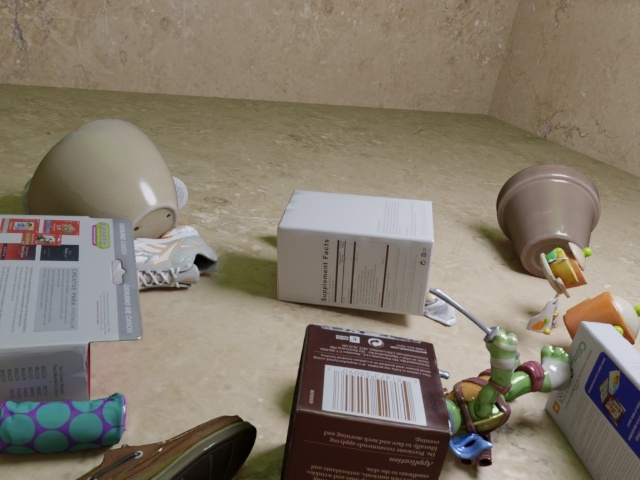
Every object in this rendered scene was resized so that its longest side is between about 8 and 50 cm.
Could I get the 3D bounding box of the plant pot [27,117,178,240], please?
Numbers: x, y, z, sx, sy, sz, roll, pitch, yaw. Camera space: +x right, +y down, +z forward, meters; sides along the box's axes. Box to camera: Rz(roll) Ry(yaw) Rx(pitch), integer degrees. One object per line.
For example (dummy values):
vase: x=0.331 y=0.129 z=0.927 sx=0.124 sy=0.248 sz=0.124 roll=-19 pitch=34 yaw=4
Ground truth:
plant pot: x=-0.399 y=-0.070 z=1.148 sx=0.191 sy=0.284 sz=0.284 roll=39 pitch=34 yaw=19

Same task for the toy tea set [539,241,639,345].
toy tea set: x=0.512 y=0.107 z=1.064 sx=0.124 sy=0.200 sz=0.336 roll=-27 pitch=37 yaw=22

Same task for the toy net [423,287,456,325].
toy net: x=0.207 y=0.104 z=1.233 sx=0.122 sy=0.045 sz=0.232 roll=-2 pitch=27 yaw=-25

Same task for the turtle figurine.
turtle figurine: x=0.240 y=0.181 z=0.882 sx=0.266 sy=0.198 sz=0.275 roll=1 pitch=38 yaw=-37

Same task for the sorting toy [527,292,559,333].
sorting toy: x=0.479 y=0.149 z=1.202 sx=0.044 sy=0.075 sz=0.083 roll=27 pitch=30 yaw=33

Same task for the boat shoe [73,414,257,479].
boat shoe: x=-0.205 y=0.270 z=0.637 sx=0.104 sy=0.111 sz=0.307 roll=27 pitch=29 yaw=30

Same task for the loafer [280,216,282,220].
loafer: x=0.000 y=0.000 z=1.322 sx=0.223 sy=0.078 sz=0.076 roll=20 pitch=61 yaw=26

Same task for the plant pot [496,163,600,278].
plant pot: x=0.589 y=-0.027 z=1.473 sx=0.262 sy=0.263 sz=0.229 roll=12 pitch=43 yaw=5

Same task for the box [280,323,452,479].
box: x=0.044 y=0.237 z=0.691 sx=0.168 sy=0.203 sz=0.167 roll=9 pitch=24 yaw=-2

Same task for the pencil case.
pencil case: x=-0.328 y=0.232 z=0.731 sx=0.151 sy=0.065 sz=0.070 roll=2 pitch=42 yaw=-19

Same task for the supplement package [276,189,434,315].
supplement package: x=0.071 y=0.020 z=1.159 sx=0.292 sy=0.175 sz=0.178 roll=6 pitch=30 yaw=7

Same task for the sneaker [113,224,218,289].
sneaker: x=-0.302 y=0.052 z=1.101 sx=0.121 sy=0.099 sz=0.262 roll=34 pitch=37 yaw=22

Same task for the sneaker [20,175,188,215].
sneaker: x=-0.509 y=-0.132 z=1.368 sx=0.365 sy=0.135 sz=0.150 roll=-1 pitch=30 yaw=-24

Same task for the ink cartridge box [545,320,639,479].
ink cartridge box: x=0.436 y=0.284 z=0.771 sx=0.069 sy=0.176 sz=0.371 roll=7 pitch=25 yaw=-8

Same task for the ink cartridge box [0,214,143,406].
ink cartridge box: x=-0.418 y=0.096 z=0.862 sx=0.271 sy=0.130 sz=0.309 roll=0 pitch=36 yaw=-21
